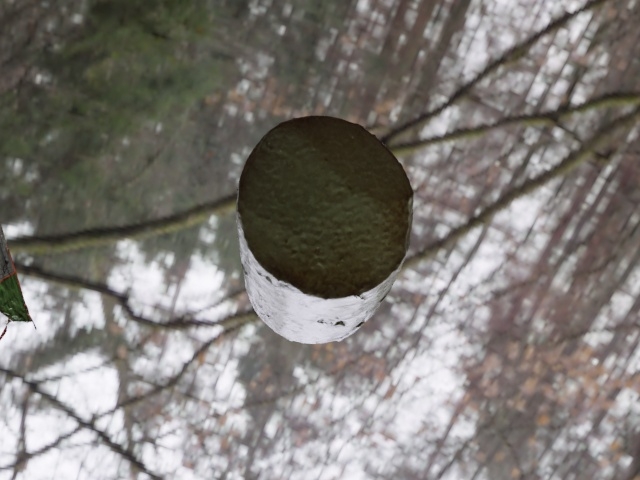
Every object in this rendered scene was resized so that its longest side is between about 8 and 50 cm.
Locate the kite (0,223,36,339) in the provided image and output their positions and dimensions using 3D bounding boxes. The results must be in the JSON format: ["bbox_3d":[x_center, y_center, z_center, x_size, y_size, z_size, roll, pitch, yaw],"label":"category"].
[{"bbox_3d":[-0.334,0.073,1.051,0.006,0.244,0.198,9,166,37],"label":"kite"}]

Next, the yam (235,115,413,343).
[{"bbox_3d":[0.000,0.000,1.071,0.161,0.268,0.161,1,-105,-4],"label":"yam"}]
